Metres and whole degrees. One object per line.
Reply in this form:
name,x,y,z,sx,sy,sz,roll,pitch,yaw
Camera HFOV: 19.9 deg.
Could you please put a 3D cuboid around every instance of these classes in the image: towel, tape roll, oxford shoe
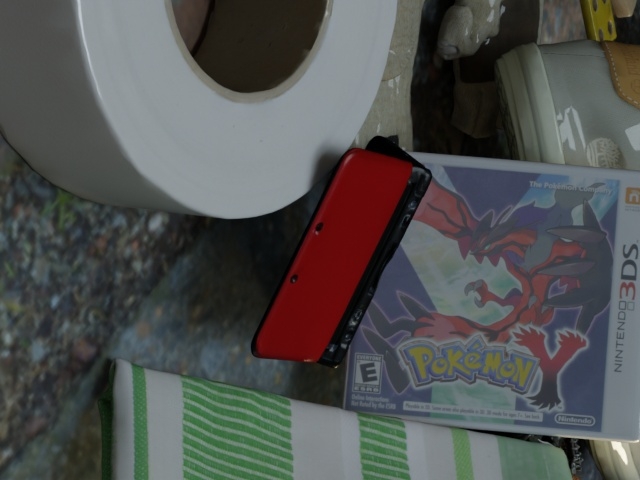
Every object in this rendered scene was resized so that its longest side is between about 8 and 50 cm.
towel,0.024,0.195,1.092,0.325,0.038,0.248,13,45,-20
tape roll,-0.074,-0.156,1.066,0.286,0.100,0.286,-9,101,-50
oxford shoe,0.233,0.033,1.394,0.169,0.130,0.449,-101,175,-51

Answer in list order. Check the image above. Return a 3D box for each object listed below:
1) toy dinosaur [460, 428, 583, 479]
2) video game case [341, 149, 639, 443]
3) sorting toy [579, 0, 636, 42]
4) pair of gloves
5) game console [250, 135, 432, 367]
toy dinosaur,0.119,0.160,1.351,0.322,0.164,0.218,46,40,-12
video game case,0.121,0.037,1.227,0.023,0.201,0.183,71,23,-84
sorting toy,0.217,-0.259,1.440,0.132,0.046,0.274,61,37,-36
pair of gloves,0.083,-0.161,1.308,0.240,0.042,0.204,-22,117,-42
game console,0.000,0.000,1.161,0.085,0.124,0.144,22,101,-26
